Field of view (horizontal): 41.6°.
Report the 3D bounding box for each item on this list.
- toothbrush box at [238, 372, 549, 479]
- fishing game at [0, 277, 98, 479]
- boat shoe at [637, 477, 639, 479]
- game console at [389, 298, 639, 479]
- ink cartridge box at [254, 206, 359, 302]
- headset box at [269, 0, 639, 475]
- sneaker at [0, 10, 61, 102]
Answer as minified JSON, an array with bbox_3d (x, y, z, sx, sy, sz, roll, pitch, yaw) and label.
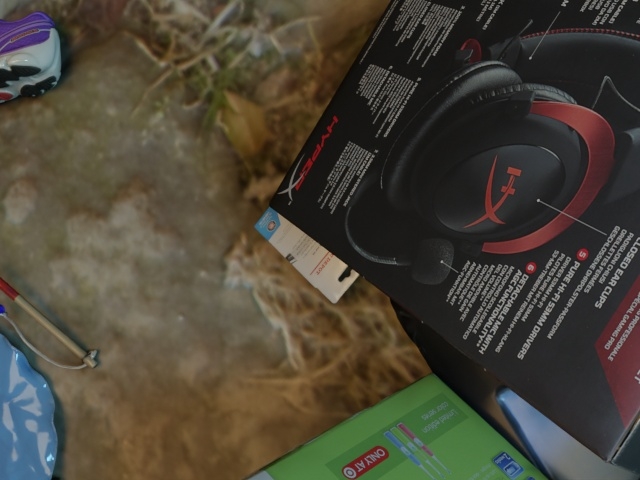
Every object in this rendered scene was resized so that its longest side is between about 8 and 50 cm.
[{"bbox_3d":[0.079,0.231,0.437,0.283,0.206,0.122,41,125,25],"label":"toothbrush box"},{"bbox_3d":[-0.302,0.163,0.729,0.189,0.041,0.264,37,99,12],"label":"fishing game"},{"bbox_3d":[0.255,0.088,0.392,0.096,0.098,0.277,39,121,11],"label":"boat shoe"},{"bbox_3d":[0.259,0.093,0.465,0.342,0.060,0.386,-35,76,20],"label":"game console"},{"bbox_3d":[0.000,0.000,0.597,0.083,0.028,0.048,44,107,18],"label":"ink cartridge box"},{"bbox_3d":[0.134,-0.036,0.415,0.293,0.110,0.218,36,97,49],"label":"headset box"},{"bbox_3d":[-0.294,-0.153,0.723,0.170,0.068,0.071,-8,71,16],"label":"sneaker"}]
